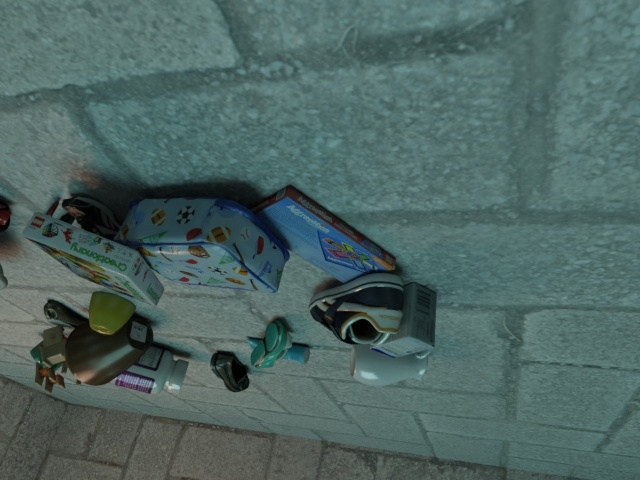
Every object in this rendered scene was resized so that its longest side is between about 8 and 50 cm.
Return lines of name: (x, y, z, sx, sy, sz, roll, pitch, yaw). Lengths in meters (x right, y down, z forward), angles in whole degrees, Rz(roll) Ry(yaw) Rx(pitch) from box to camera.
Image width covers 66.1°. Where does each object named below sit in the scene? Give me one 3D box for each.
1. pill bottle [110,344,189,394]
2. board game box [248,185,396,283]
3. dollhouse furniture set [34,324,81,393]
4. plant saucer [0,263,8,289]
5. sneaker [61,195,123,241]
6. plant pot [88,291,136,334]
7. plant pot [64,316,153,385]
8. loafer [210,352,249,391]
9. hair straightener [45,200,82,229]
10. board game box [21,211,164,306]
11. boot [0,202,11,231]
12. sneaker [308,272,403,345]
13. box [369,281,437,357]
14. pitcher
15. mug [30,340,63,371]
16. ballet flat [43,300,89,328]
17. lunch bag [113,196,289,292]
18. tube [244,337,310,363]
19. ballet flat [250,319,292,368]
pill bottle: (-0.654, 0.471, 1.823, 0.302, 0.169, 0.169, 20, 149, -12)
board game box: (0.000, 0.000, 0.946, 0.281, 0.027, 0.145, 33, 145, -31)
dollhouse furniture set: (-0.970, 0.451, 1.905, 0.262, 0.135, 0.259, -18, 143, -8)
plant saucer: (-0.956, -0.003, 1.197, 0.401, 0.100, 0.400, 13, 153, 7)
sneaker: (-0.462, -0.021, 1.030, 0.072, 0.077, 0.178, -11, 141, 32)
plant pot: (-0.642, 0.228, 1.488, 0.134, 0.095, 0.134, 9, 149, 5)
plant pot: (-0.664, 0.336, 1.599, 0.230, 0.215, 0.215, -25, 135, 26)
loafer: (-0.315, 0.497, 1.823, 0.084, 0.096, 0.267, -6, 143, 17)
hair straightener: (-0.585, -0.020, 1.104, 0.089, 0.047, 0.230, 31, 145, -28)
board game box: (-0.431, 0.050, 0.980, 0.193, 0.053, 0.305, 22, 161, -1)
boot: (-0.749, -0.093, 1.011, 0.176, 0.088, 0.244, 13, 158, -2)
sneaker: (0.064, 0.170, 1.083, 0.126, 0.127, 0.321, 11, 158, -23)
box: (0.181, 0.178, 1.078, 0.072, 0.126, 0.137, 25, 148, -24)
pitcher: (0.193, 0.317, 1.332, 0.207, 0.125, 0.177, 4, 129, -7)
mug: (-1.096, 0.468, 2.010, 0.158, 0.097, 0.129, 25, 152, 52)
ballet flat: (-0.858, 0.284, 1.695, 0.084, 0.058, 0.250, 1, 148, 19)
lunch bag: (-0.225, 0.016, 0.949, 0.303, 0.115, 0.243, 4, 155, 28)
tube: (-0.138, 0.346, 1.553, 0.207, 0.052, 0.080, 6, 140, 20)
ballet flat: (-0.131, 0.303, 1.443, 0.087, 0.083, 0.247, 3, 143, -26)
